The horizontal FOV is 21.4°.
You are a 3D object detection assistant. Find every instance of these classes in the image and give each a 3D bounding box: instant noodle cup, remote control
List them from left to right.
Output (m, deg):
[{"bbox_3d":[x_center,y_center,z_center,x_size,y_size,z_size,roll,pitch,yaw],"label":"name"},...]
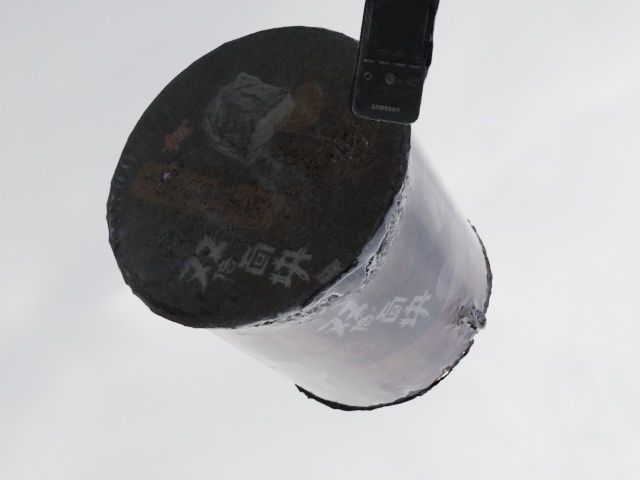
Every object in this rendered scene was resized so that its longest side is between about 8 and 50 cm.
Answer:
[{"bbox_3d":[0.000,0.000,1.132,0.217,0.207,0.217,-13,-121,22],"label":"instant noodle cup"},{"bbox_3d":[0.039,-0.106,0.837,0.039,0.014,0.096,10,-85,17],"label":"remote control"}]
